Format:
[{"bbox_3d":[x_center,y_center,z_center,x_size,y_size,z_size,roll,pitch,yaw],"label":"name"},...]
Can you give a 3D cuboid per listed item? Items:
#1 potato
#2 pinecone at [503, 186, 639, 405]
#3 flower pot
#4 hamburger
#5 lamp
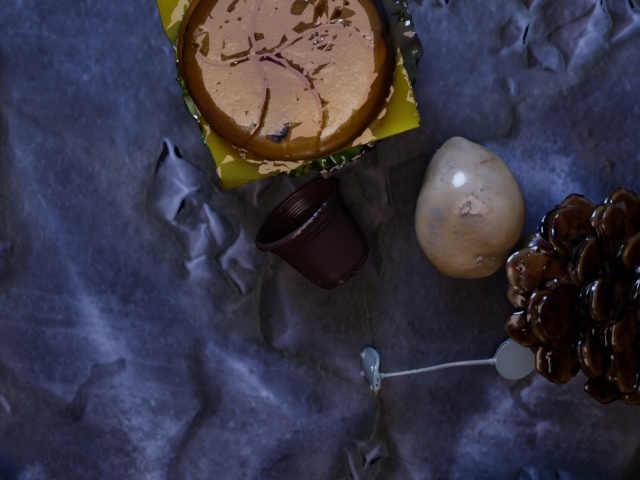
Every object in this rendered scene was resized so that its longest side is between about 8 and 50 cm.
[{"bbox_3d":[0.153,-0.029,0.812,0.111,0.112,0.147,-3,116,7],"label":"potato"},{"bbox_3d":[0.302,0.052,0.765,0.221,0.221,0.222,2,108,6],"label":"pinecone"},{"bbox_3d":[0.000,0.000,0.843,0.111,0.111,0.089,-35,112,15],"label":"flower pot"},{"bbox_3d":[-0.028,-0.182,0.763,0.243,0.139,0.262,-14,106,9],"label":"hamburger"},{"bbox_3d":[0.146,0.138,0.909,0.198,0.056,0.050,-6,106,-3],"label":"lamp"}]
